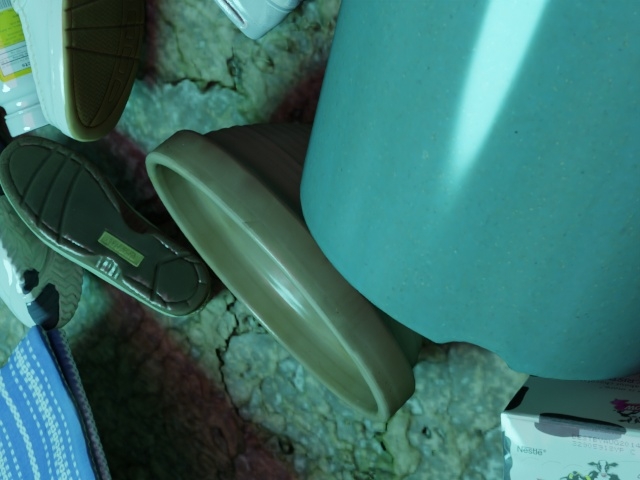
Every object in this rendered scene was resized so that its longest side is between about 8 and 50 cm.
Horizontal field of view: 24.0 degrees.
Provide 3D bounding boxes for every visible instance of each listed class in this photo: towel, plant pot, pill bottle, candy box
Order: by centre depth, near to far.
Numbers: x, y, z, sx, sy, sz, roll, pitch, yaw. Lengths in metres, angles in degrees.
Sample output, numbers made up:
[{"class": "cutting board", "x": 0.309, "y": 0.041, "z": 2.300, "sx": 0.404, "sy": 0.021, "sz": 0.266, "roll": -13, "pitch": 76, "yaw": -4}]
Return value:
[{"class": "plant pot", "x": 0.153, "y": -0.127, "z": 0.821, "sx": 0.341, "sy": 0.341, "sz": 0.334, "roll": 29, "pitch": 124, "yaw": 16}, {"class": "candy box", "x": 0.216, "y": 0.095, "z": 0.890, "sx": 0.159, "sy": 0.233, "sz": 0.071, "roll": 6, "pitch": 111, "yaw": 25}, {"class": "plant pot", "x": 0.000, "y": 0.000, "z": 1.009, "sx": 0.110, "sy": 0.237, "sz": 0.237, "roll": -42, "pitch": 84, "yaw": -11}, {"class": "pill bottle", "x": -0.230, "y": -0.140, "z": 1.132, "sx": 0.065, "sy": 0.065, "sz": 0.116, "roll": -15, "pitch": 98, "yaw": 29}, {"class": "towel", "x": -0.265, "y": 0.249, "z": 1.161, "sx": 0.336, "sy": 0.040, "sz": 0.243, "roll": -43, "pitch": 57, "yaw": 34}]

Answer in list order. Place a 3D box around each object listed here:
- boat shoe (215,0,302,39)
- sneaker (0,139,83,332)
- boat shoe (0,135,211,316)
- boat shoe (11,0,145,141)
[{"class": "boat shoe", "x": -0.090, "y": -0.217, "z": 1.048, "sx": 0.184, "sy": 0.066, "sz": 0.063, "roll": 43, "pitch": 118, "yaw": -3}, {"class": "sneaker", "x": -0.293, "y": -0.009, "z": 1.187, "sx": 0.153, "sy": 0.094, "sz": 0.235, "roll": -35, "pitch": 89, "yaw": 31}, {"class": "boat shoe", "x": -0.164, "y": -0.004, "z": 1.138, "sx": 0.190, "sy": 0.072, "sz": 0.068, "roll": 41, "pitch": 82, "yaw": 6}, {"class": "boat shoe", "x": -0.192, "y": -0.210, "z": 1.079, "sx": 0.096, "sy": 0.098, "sz": 0.277, "roll": 2, "pitch": 97, "yaw": 26}]
